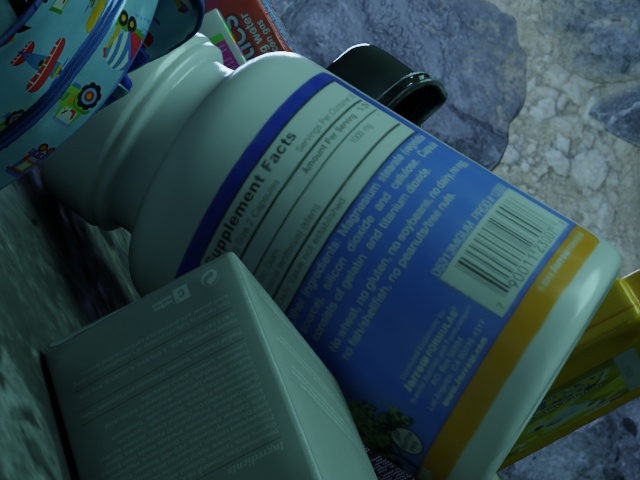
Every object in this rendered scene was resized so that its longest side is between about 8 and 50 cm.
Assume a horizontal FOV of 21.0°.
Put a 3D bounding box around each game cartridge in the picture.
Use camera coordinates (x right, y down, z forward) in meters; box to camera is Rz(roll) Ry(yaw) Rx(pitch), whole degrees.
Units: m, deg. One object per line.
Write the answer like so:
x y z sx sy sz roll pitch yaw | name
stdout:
0.176 0.136 1.489 0.052 0.285 0.324 63 6 17 | game cartridge

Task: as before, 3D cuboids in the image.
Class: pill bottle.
0.000 0.000 0.872 0.272 0.152 0.152 32 1 10 | pill bottle

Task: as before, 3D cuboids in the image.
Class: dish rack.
0.011 -0.006 1.184 0.074 0.208 0.271 47 -3 28 | dish rack

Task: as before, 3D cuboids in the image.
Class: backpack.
-0.118 -0.084 0.592 0.117 0.158 0.173 47 17 -43 | backpack

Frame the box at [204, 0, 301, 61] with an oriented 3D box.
-0.077 -0.124 1.317 0.257 0.123 0.128 60 5 -7 | box

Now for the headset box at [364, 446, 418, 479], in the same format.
0.065 0.224 0.948 0.218 0.110 0.293 59 6 -15 | headset box

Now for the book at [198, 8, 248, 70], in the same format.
-0.078 -0.078 1.217 0.144 0.096 0.035 62 5 0 | book

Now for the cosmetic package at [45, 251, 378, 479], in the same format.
-0.020 0.136 0.695 0.127 0.107 0.238 56 11 -46 | cosmetic package
